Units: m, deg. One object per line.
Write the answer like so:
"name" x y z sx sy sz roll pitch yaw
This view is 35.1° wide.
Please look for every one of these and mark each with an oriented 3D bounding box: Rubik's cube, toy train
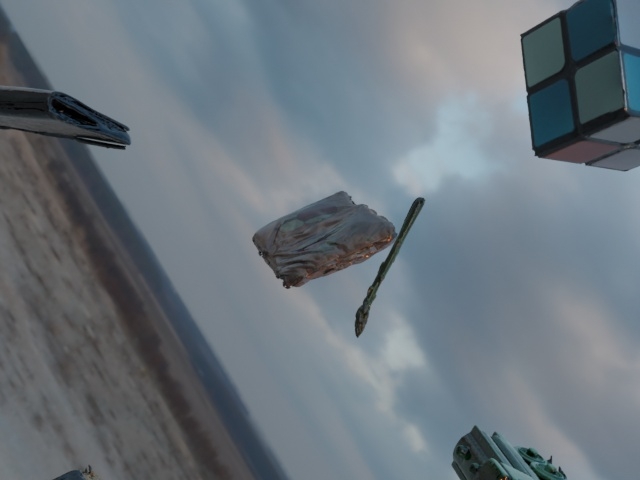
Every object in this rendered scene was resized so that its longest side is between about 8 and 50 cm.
"Rubik's cube" 0.382 -0.203 1.297 0.167 0.180 0.184 -27 -116 55
"toy train" 0.180 0.233 0.966 0.111 0.071 0.170 28 6 -11

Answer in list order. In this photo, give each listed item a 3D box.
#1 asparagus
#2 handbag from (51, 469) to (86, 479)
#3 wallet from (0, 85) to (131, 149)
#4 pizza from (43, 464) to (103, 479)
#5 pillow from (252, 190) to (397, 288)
"asparagus" 0.099 0.037 1.483 0.023 0.233 0.022 18 -15 34
"handbag" -0.319 0.307 0.872 0.088 0.244 0.275 56 -40 13
"wallet" -0.391 -0.158 1.234 0.317 0.045 0.172 9 -4 28
"pizza" -0.271 0.386 1.227 0.226 0.086 0.336 -124 -166 -55
"pillow" 0.000 0.000 1.131 0.248 0.135 0.049 -139 -153 -75
